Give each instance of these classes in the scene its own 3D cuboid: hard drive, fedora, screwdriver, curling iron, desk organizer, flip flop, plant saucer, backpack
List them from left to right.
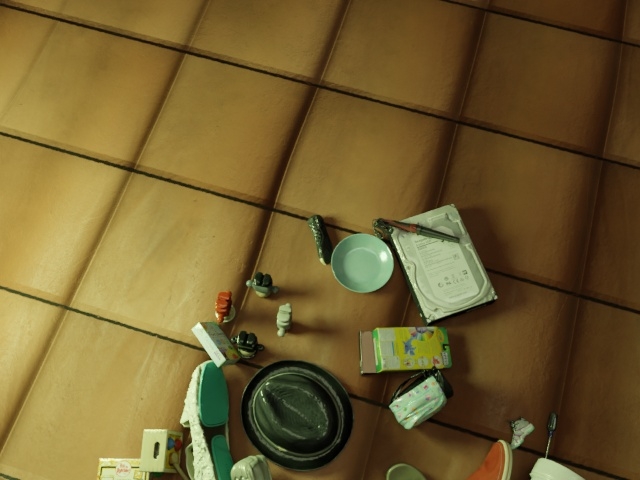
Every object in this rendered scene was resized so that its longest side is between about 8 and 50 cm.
[{"bbox_3d":[-0.068,0.478,1.818,0.334,0.152,0.333,0,69,0],"label":"fedora"},{"bbox_3d":[0.131,0.075,2.034,0.195,0.037,0.194,0,70,1],"label":"plant saucer"},{"bbox_3d":[0.143,0.334,1.930,0.050,0.047,0.130,0,69,-2],"label":"desk organizer"},{"bbox_3d":[0.292,-0.022,2.005,0.274,0.035,0.068,10,72,5],"label":"curling iron"},{"bbox_3d":[0.271,0.737,1.756,0.112,0.080,0.277,-21,70,-7],"label":"flip flop"},{"bbox_3d":[0.285,0.448,1.836,0.182,0.152,0.115,-35,63,0],"label":"backpack"},{"bbox_3d":[0.373,0.072,2.022,0.237,0.064,0.338,-17,69,-7],"label":"hard drive"},{"bbox_3d":[0.656,0.577,1.852,0.025,0.024,0.169,20,75,-23],"label":"screwdriver"}]

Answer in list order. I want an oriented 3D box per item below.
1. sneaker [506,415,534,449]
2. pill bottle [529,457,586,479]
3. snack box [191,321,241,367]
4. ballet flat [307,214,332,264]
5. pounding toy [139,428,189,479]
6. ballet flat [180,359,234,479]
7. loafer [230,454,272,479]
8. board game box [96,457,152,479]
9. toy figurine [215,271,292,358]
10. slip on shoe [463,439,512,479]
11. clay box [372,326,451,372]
[{"bbox_3d":[0.556,0.544,1.855,0.098,0.038,0.069,-39,72,-23],"label":"sneaker"},{"bbox_3d":[0.542,0.781,1.659,0.229,0.229,0.407,33,73,12],"label":"pill bottle"},{"bbox_3d":[-0.306,0.304,1.911,0.037,0.100,0.141,-43,72,10],"label":"snack box"},{"bbox_3d":[0.000,0.000,2.067,0.057,0.049,0.173,6,63,-44],"label":"ballet flat"},{"bbox_3d":[-0.423,0.601,1.795,0.100,0.130,0.141,-4,68,12],"label":"pounding toy"},{"bbox_3d":[-0.329,0.544,1.813,0.147,0.147,0.408,-10,69,-4],"label":"ballet flat"},{"bbox_3d":[-0.150,0.740,1.741,0.111,0.112,0.319,-5,81,-48],"label":"loafer"},{"bbox_3d":[-0.545,0.703,1.790,0.147,0.045,0.193,1,69,1],"label":"board game box"},{"bbox_3d":[-0.195,0.221,1.928,0.210,0.148,0.213,-31,70,-17],"label":"toy figurine"},{"bbox_3d":[0.420,0.678,1.745,0.101,0.123,0.331,34,68,5],"label":"slip on shoe"},{"bbox_3d":[0.271,0.322,1.913,0.222,0.053,0.127,2,68,-16],"label":"clay box"}]
